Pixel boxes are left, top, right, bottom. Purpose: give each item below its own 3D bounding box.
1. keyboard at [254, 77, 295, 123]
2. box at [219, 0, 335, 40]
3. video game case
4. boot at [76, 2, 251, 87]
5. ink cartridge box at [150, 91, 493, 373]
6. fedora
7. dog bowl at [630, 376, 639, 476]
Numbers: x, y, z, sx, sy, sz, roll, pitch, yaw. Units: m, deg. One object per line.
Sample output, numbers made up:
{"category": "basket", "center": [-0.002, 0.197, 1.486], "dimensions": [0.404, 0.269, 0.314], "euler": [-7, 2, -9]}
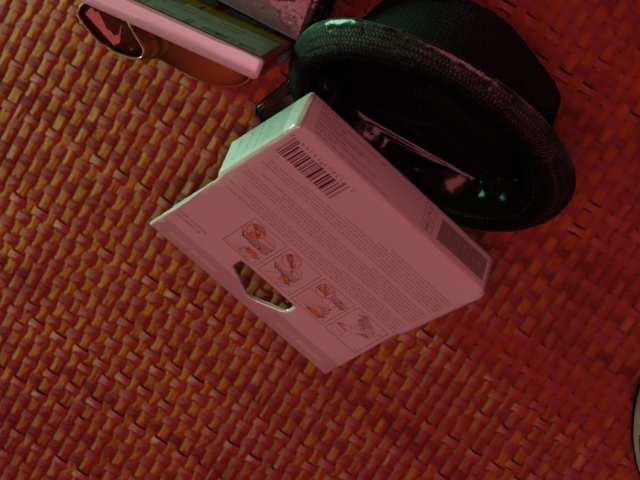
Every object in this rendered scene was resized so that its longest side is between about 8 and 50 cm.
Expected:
{"category": "keyboard", "center": [0.018, -0.114, 1.822], "dimensions": [0.108, 0.023, 0.180], "euler": [-38, 95, 21]}
{"category": "box", "center": [-0.084, -0.346, 1.722], "dimensions": [0.247, 0.142, 0.163], "euler": [28, 106, 2]}
{"category": "video game case", "center": [-0.127, -0.238, 1.679], "dimensions": [0.204, 0.285, 0.025], "euler": [25, 106, 3]}
{"category": "boot", "center": [-0.173, -0.217, 1.760], "dimensions": [0.197, 0.152, 0.073], "euler": [26, 105, 3]}
{"category": "ink cartridge box", "center": [0.000, 0.000, 1.784], "dimensions": [0.296, 0.066, 0.261], "euler": [42, 133, -21]}
{"category": "fedora", "center": [0.137, -0.159, 1.696], "dimensions": [0.334, 0.334, 0.153], "euler": [28, 64, 2]}
{"category": "dog bowl", "center": [0.546, 0.237, 1.729], "dimensions": [0.407, 0.150, 0.408], "euler": [3, 110, 10]}
